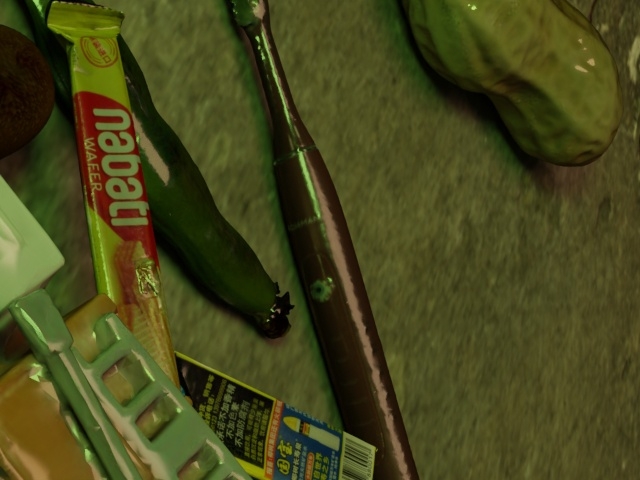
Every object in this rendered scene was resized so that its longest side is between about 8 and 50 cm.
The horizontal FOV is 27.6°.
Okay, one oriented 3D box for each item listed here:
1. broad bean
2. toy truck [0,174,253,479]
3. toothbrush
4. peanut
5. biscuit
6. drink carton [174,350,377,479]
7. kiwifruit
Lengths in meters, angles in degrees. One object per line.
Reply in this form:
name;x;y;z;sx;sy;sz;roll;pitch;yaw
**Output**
broad bean;-0.100;-0.050;0.750;0.297;0.043;0.060;58;30;-19
toy truck;-0.128;0.120;0.494;0.387;0.207;0.173;52;43;-7
toothbrush;0.001;0.000;0.849;0.041;0.041;0.364;-15;89;-50
peanut;0.152;-0.154;1.023;0.274;0.111;0.125;41;54;-32
biscuit;-0.100;0.010;0.657;0.048;0.026;0.292;0;69;-34
drink carton;-0.048;0.115;0.729;0.166;0.071;0.056;33;51;-38
kiwifruit;-0.185;-0.069;0.636;0.124;0.075;0.075;-27;98;-47
